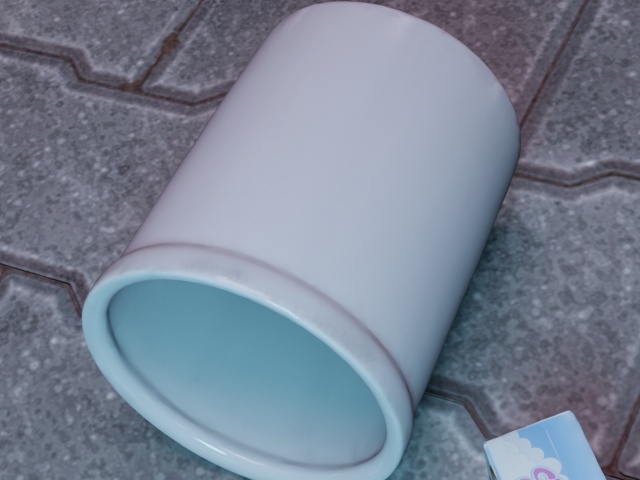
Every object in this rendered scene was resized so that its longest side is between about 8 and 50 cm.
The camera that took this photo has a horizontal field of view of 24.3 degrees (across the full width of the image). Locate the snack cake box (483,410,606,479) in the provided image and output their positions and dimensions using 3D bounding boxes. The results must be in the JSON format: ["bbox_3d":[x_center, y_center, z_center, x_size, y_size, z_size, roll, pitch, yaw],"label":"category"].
[{"bbox_3d":[0.228,0.299,1.263,0.089,0.152,0.264,-20,48,-1],"label":"snack cake box"}]

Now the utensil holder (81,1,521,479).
[{"bbox_3d":[0.000,0.000,1.470,0.327,0.327,0.385,12,52,24],"label":"utensil holder"}]
